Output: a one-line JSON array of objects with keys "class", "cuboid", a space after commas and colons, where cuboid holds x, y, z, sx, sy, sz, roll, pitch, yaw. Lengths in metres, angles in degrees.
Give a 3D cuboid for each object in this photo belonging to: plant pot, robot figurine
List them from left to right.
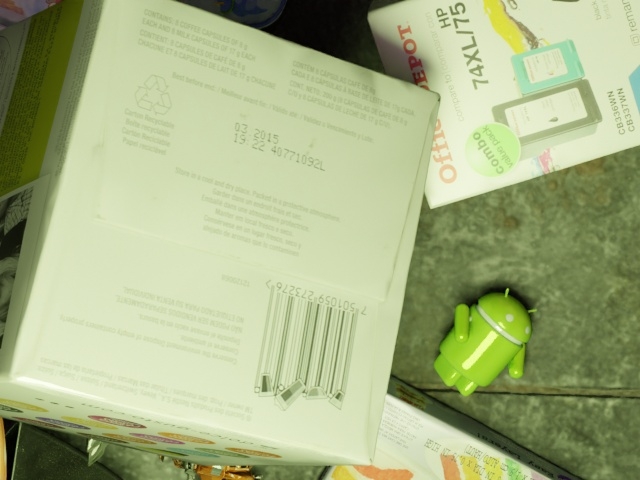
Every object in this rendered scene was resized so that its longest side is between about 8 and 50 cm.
[{"class": "plant pot", "cuboid": [-0.276, 0.319, 1.951, 0.167, 0.188, 0.187, 19, 140, -24]}, {"class": "robot figurine", "cuboid": [0.167, 0.101, 1.950, 0.101, 0.067, 0.115, 34, 103, -32]}]

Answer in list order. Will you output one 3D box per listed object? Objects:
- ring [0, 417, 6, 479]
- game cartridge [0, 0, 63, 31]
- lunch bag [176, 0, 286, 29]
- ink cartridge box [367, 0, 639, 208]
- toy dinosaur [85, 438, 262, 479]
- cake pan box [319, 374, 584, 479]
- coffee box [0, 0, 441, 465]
[{"class": "ring", "cuboid": [-0.397, 0.251, 1.925, 0.032, 0.336, 0.336, 11, 106, -40]}, {"class": "game cartridge", "cuboid": [-0.299, -0.303, 1.904, 0.198, 0.062, 0.297, 22, 102, 3]}, {"class": "lunch bag", "cuboid": [-0.133, -0.294, 1.847, 0.219, 0.090, 0.176, 6, 103, -20]}, {"class": "ink cartridge box", "cuboid": [0.201, -0.173, 1.823, 0.270, 0.197, 0.198, -18, 100, 7]}, {"class": "toy dinosaur", "cuboid": [-0.140, 0.142, 1.964, 0.218, 0.164, 0.321, -6, 80, -9]}, {"class": "cake pan box", "cuboid": [0.118, 0.306, 1.998, 0.267, 0.070, 0.245, 29, 104, -3]}, {"class": "coffee box", "cuboid": [-0.145, 0.004, 1.704, 0.338, 0.334, 0.338, 18, 76, -28]}]
